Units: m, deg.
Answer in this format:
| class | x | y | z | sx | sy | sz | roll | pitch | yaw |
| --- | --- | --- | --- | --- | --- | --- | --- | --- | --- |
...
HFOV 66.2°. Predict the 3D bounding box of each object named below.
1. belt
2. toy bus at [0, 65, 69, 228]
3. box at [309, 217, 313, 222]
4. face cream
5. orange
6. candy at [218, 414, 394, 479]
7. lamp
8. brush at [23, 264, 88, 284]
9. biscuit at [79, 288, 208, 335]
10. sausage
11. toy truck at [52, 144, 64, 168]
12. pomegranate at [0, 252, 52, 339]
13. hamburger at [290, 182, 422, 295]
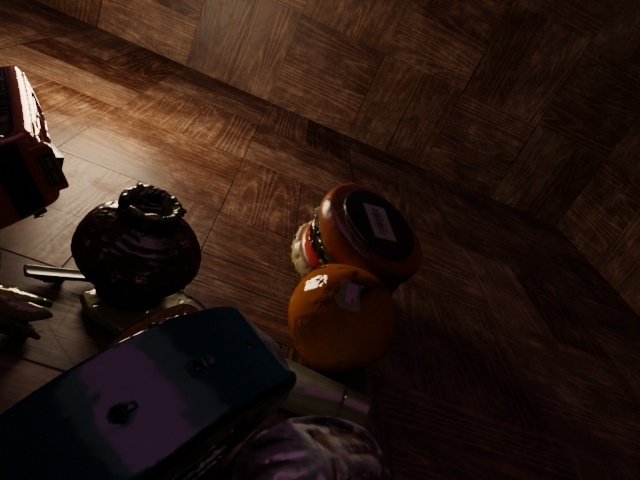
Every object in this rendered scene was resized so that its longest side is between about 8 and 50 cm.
| class | x | y | z | sx | sy | sz | roll | pitch | yaw |
| --- | --- | --- | --- | --- | --- | --- | --- | --- | --- |
| belt | -0.211 | 0.243 | 0.627 | 0.173 | 0.300 | 0.436 | 46 | 30 | 12 |
| toy bus | -0.710 | -0.213 | 1.068 | 0.232 | 0.203 | 0.427 | -21 | 46 | -19 |
| box | 0.000 | -0.001 | 1.575 | 0.112 | 0.048 | 0.175 | 24 | 26 | -5 |
| face cream | -0.068 | 0.284 | 0.971 | 0.340 | 0.084 | 0.137 | 22 | 35 | 7 |
| orange | 0.049 | 0.171 | 1.095 | 0.246 | 0.246 | 0.246 | 21 | 26 | -11 |
| candy | -0.016 | 0.379 | 0.742 | 0.289 | 0.157 | 0.214 | 4 | 43 | -35 |
| lamp | -0.350 | 0.012 | 0.952 | 0.246 | 0.247 | 0.247 | 21 | 26 | -11 |
| brush | -0.504 | 0.078 | 1.006 | 0.190 | 0.028 | 0.034 | 11 | 33 | -44 |
| biscuit | -0.353 | 0.137 | 1.015 | 0.265 | 0.040 | 0.188 | 11 | 32 | -27 |
| sausage | -0.280 | 0.199 | 0.864 | 0.120 | 0.136 | 0.241 | 21 | 19 | 18 |
| toy truck | -0.733 | -0.218 | 1.277 | 0.147 | 0.079 | 0.065 | 39 | 29 | 29 |
| pomegranate | -0.579 | 0.071 | 0.762 | 0.301 | 0.236 | 0.236 | 33 | 14 | -47 |
| hamburger | 0.095 | 0.031 | 1.350 | 0.329 | 0.250 | 0.330 | 24 | 42 | -24 |
